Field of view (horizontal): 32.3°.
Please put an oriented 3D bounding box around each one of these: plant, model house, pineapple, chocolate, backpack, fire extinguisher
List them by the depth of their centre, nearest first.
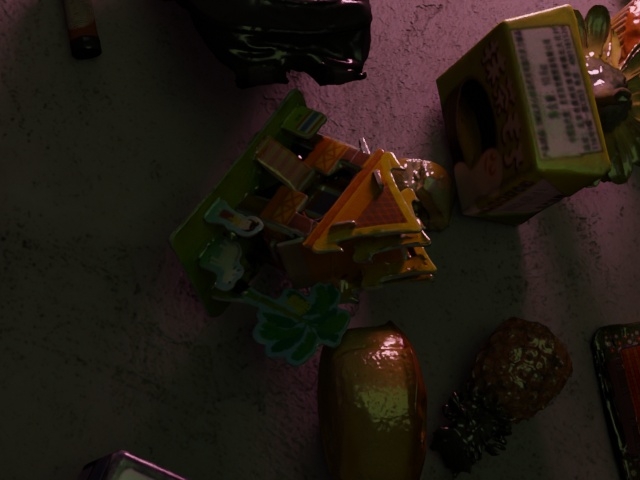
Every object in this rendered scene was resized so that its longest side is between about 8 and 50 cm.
[{"bbox_3d":[0.000,0.000,1.647,0.313,0.242,0.357,24,61,31],"label":"model house"},{"bbox_3d":[-0.087,-0.406,1.764,0.363,0.254,0.445,-2,43,-17],"label":"backpack"},{"bbox_3d":[-0.391,-0.384,1.797,0.062,0.050,0.177,-12,79,-2],"label":"fire extinguisher"},{"bbox_3d":[0.279,0.259,1.809,0.158,0.158,0.278,45,79,-2],"label":"pineapple"},{"bbox_3d":[0.326,-0.201,1.856,0.137,0.289,0.300,-5,76,-23],"label":"chocolate"},{"bbox_3d":[0.610,0.269,1.898,0.207,0.154,0.293,-6,77,-19],"label":"model house"},{"bbox_3d":[0.463,-0.231,1.938,0.306,0.261,0.297,49,37,-6],"label":"plant"}]

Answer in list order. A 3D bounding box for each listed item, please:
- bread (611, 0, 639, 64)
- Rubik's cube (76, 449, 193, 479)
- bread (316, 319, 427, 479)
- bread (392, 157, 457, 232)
[{"bbox_3d":[0.634,-0.336,2.089,0.179,0.133,0.250,1,74,-14],"label":"bread"},{"bbox_3d":[-0.219,0.483,1.468,0.316,0.318,0.313,26,69,-11],"label":"Rubik's cube"},{"bbox_3d":[0.080,0.255,1.668,0.148,0.270,0.269,-2,76,-10],"label":"bread"},{"bbox_3d":[0.181,-0.086,1.879,0.156,0.110,0.103,15,64,-17],"label":"bread"}]
